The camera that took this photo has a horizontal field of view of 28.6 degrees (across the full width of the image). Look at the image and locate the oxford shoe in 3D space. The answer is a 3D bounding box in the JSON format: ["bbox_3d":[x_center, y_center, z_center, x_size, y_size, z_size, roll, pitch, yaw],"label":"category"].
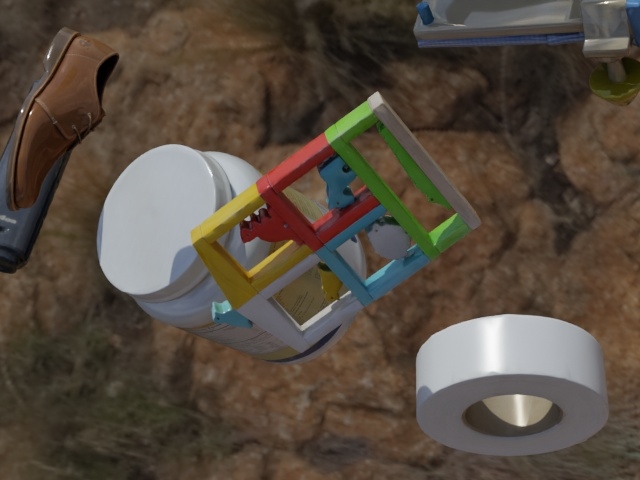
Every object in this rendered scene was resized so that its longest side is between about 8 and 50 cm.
[{"bbox_3d":[-0.269,-0.123,1.309,0.076,0.076,0.212,18,71,3],"label":"oxford shoe"}]

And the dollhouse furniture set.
[{"bbox_3d":[0.173,-0.217,1.109,0.286,0.198,0.303,0,55,26],"label":"dollhouse furniture set"}]

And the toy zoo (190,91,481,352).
[{"bbox_3d":[0.000,0.000,1.329,0.293,0.192,0.030,-36,30,11],"label":"toy zoo"}]

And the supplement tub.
[{"bbox_3d":[-0.111,0.020,1.623,0.228,0.316,0.228,-15,64,32],"label":"supplement tub"}]

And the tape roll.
[{"bbox_3d":[0.284,0.221,1.872,0.286,0.286,0.100,-19,51,28],"label":"tape roll"}]

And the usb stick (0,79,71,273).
[{"bbox_3d":[-0.349,-0.084,1.507,0.045,0.077,0.278,125,162,-52],"label":"usb stick"}]
